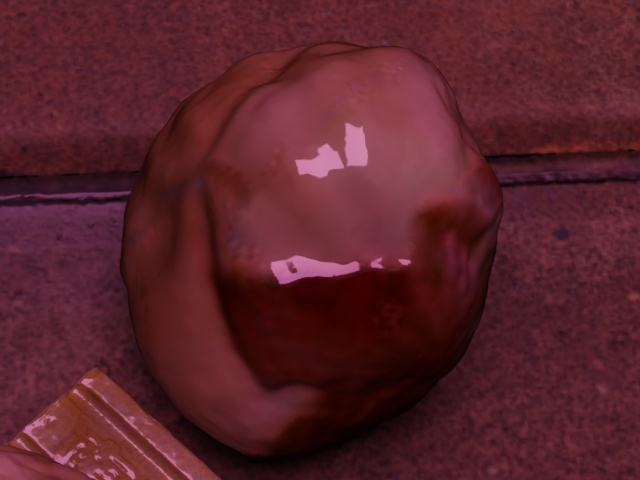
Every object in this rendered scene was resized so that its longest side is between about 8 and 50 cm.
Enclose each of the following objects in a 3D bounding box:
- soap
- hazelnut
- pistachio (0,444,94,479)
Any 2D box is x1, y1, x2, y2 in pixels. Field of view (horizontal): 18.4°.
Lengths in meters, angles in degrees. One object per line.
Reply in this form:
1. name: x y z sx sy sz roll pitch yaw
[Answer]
1. soap: -0.080 0.190 1.178 0.252 0.037 0.092 41 65 15
2. hazelnut: 0.000 0.000 1.210 0.241 0.261 0.261 7 54 -40
3. pistachio: -0.245 0.232 1.057 0.318 0.193 0.214 -44 117 -14
